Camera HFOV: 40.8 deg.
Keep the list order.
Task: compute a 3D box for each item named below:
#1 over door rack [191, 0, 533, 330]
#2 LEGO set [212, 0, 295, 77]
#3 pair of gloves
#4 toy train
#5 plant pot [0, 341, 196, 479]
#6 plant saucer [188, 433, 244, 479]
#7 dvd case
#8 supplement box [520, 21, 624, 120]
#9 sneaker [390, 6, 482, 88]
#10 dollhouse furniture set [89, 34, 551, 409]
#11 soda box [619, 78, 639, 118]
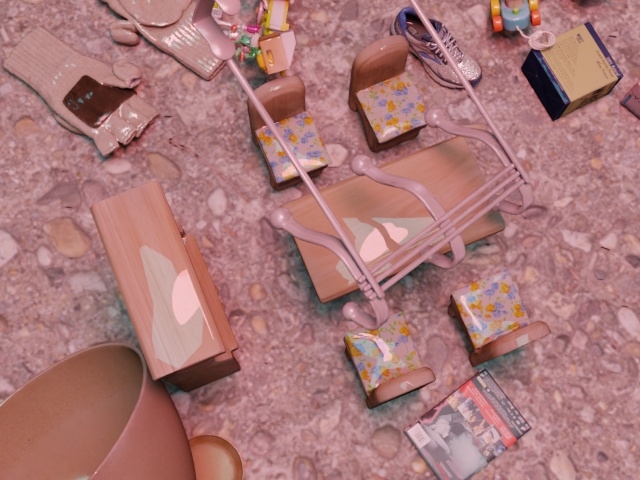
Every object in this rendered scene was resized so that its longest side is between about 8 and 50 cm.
[{"bbox_3d":[0.044,-0.115,0.802,0.239,0.108,0.324,-35,105,-30],"label":"over door rack"},{"bbox_3d":[-0.085,-0.272,1.010,0.107,0.132,0.287,11,51,-9],"label":"LEGO set"},{"bbox_3d":[-0.244,-0.238,1.062,0.204,0.042,0.240,43,78,9],"label":"pair of gloves"},{"bbox_3d":[0.283,-0.310,1.059,0.125,0.046,0.166,29,63,31],"label":"toy train"},{"bbox_3d":[-0.232,0.269,0.845,0.284,0.284,0.191,-39,115,-10],"label":"plant pot"},{"bbox_3d":[-0.126,0.258,0.955,0.083,0.015,0.083,0,76,-1],"label":"plant saucer"},{"bbox_3d":[0.167,0.214,0.974,0.119,0.013,0.087,-36,80,-10],"label":"dvd case"},{"bbox_3d":[0.308,-0.208,1.059,0.083,0.056,0.083,-26,78,-7],"label":"supplement box"},{"bbox_3d":[0.143,-0.239,1.062,0.135,0.058,0.052,37,78,7],"label":"sneaker"},{"bbox_3d":[0.000,0.000,0.898,0.394,0.256,0.362,-22,78,-6],"label":"dollhouse furniture set"},{"bbox_3d":[0.456,-0.225,1.063,0.058,0.063,0.183,43,78,9],"label":"soda box"}]
